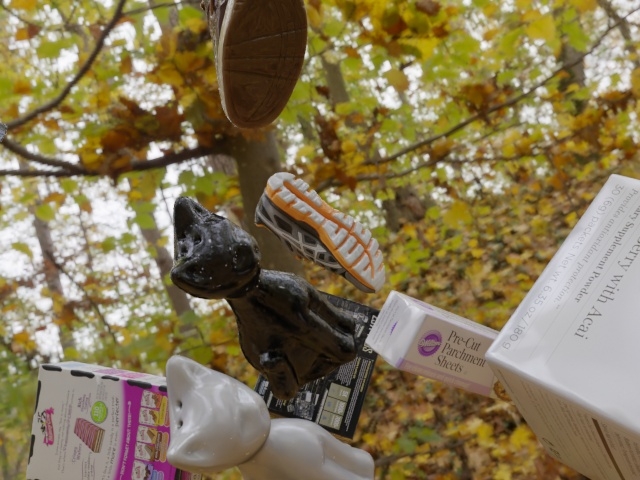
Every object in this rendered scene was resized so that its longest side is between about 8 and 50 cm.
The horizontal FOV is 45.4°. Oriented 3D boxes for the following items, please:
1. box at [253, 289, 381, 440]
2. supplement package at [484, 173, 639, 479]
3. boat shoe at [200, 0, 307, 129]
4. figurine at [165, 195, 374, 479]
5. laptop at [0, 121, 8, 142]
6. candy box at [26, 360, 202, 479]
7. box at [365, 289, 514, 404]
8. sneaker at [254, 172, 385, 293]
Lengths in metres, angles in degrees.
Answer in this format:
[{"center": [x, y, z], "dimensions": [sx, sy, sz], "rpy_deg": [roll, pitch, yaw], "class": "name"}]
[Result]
[{"center": [-0.001, 0.167, 1.059], "dimensions": [0.147, 0.180, 0.077], "rpy_deg": [17, -17, 2], "class": "box"}, {"center": [0.292, 0.104, 0.489], "dimensions": [0.177, 0.293, 0.175], "rpy_deg": [-51, -47, -15], "class": "supplement package"}, {"center": [-0.098, -0.326, 1.028], "dimensions": [0.123, 0.342, 0.123], "rpy_deg": [-10, 23, -28], "class": "boat shoe"}, {"center": [-0.047, 0.099, 0.562], "dimensions": [0.092, 0.215, 0.209], "rpy_deg": [-21, -41, 17], "class": "figurine"}, {"center": [-0.532, -0.212, 1.012], "dimensions": [0.264, 0.234, 0.136], "rpy_deg": [35, -64, -26], "class": "laptop"}, {"center": [-0.267, 0.255, 1.016], "dimensions": [0.233, 0.159, 0.071], "rpy_deg": [6, -3, 20], "class": "candy box"}, {"center": [0.193, 0.136, 0.838], "dimensions": [0.324, 0.063, 0.067], "rpy_deg": [24, -84, -35], "class": "box"}, {"center": [0.000, 0.000, 1.060], "dimensions": [0.083, 0.215, 0.084], "rpy_deg": [-49, -2, 36], "class": "sneaker"}]
